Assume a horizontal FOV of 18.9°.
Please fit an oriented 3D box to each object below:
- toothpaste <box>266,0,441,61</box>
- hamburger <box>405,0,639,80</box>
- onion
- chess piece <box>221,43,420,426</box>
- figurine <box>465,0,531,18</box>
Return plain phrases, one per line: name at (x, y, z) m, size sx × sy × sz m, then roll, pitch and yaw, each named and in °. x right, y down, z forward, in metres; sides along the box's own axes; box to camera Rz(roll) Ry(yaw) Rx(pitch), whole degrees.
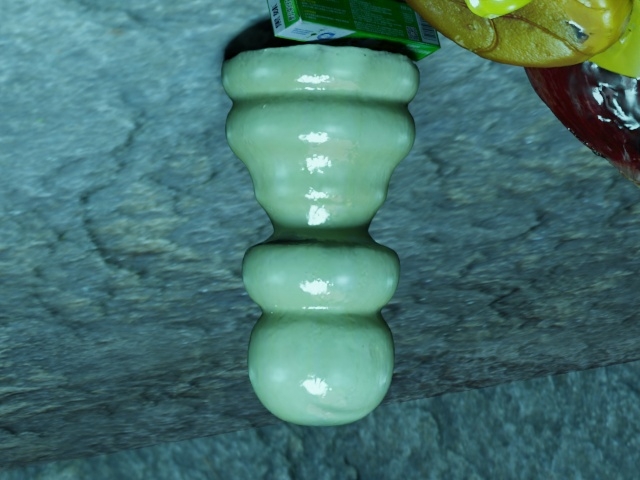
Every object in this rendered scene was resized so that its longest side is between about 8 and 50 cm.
toothpaste at (0.031, -0.191, 1.675) m, size 0.178 × 0.043 × 0.037 m, roll 4°, pitch 158°, yaw -44°
hamburger at (0.150, -0.230, 1.416) m, size 0.262 × 0.138 × 0.243 m, roll 15°, pitch 155°, yaw 27°
onion at (0.302, -0.189, 1.612) m, size 0.281 × 0.281 × 0.221 m, roll -10°, pitch -165°, yaw -11°
chess piece at (0.000, 0.000, 1.712) m, size 0.182 × 0.330 × 0.182 m, roll 0°, pitch 176°, yaw 0°
figurine at (0.191, -0.294, 1.155) m, size 0.340 × 0.231 × 0.323 m, roll -14°, pitch 127°, yaw -31°
